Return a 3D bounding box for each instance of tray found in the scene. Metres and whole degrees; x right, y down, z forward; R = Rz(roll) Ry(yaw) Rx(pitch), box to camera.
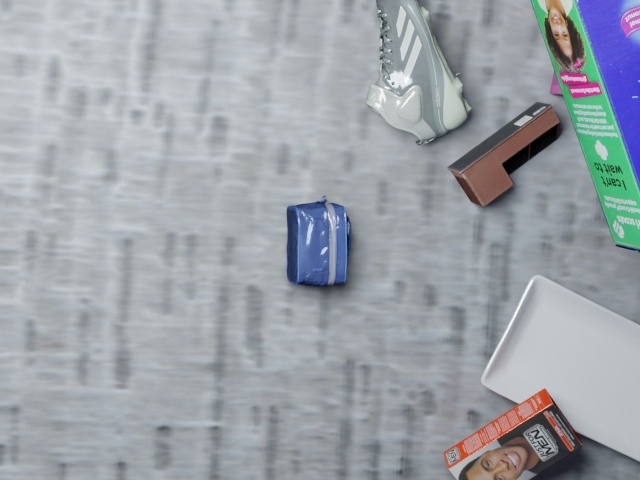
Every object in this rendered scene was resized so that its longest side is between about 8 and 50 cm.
[{"bbox_3d":[0.326,0.156,1.663,0.270,0.030,0.145,26,92,-15],"label":"tray"}]

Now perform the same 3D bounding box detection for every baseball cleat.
[{"bbox_3d":[0.083,-0.201,1.540,0.109,0.072,0.206,-29,99,-1],"label":"baseball cleat"}]

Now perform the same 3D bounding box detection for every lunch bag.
[{"bbox_3d":[0.000,0.000,1.549,0.065,0.067,0.098,-1,96,-13],"label":"lunch bag"}]

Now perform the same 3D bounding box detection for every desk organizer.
[{"bbox_3d":[0.213,-0.097,1.595,0.130,0.047,0.050,-36,106,-6],"label":"desk organizer"}]

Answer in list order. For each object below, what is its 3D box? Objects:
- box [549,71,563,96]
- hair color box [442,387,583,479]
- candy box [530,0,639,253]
[{"bbox_3d":[0.404,-0.245,1.582,0.243,0.117,0.214,8,96,-13],"label":"box"},{"bbox_3d":[0.219,0.239,1.625,0.141,0.043,0.072,-34,109,8],"label":"hair color box"},{"bbox_3d":[0.393,-0.178,1.465,0.268,0.122,0.317,-23,101,-9],"label":"candy box"}]
